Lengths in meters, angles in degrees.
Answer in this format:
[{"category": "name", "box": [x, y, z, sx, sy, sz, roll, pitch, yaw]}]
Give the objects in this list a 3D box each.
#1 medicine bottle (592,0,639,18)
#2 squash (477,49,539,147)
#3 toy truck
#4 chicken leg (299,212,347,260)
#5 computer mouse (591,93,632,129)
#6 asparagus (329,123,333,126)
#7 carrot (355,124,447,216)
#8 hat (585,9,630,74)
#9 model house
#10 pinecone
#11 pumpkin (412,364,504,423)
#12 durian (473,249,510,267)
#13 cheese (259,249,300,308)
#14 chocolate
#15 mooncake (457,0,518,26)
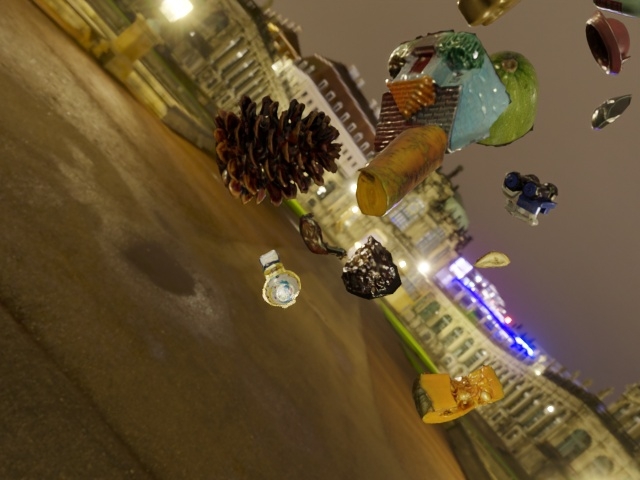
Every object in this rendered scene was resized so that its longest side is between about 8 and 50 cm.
[{"category": "medicine bottle", "box": [0.787, -0.594, 1.377, 0.217, 0.090, 0.090, 44, -2, 42]}, {"category": "squash", "box": [0.622, -0.542, 1.969, 0.310, 0.310, 0.309, 50, -14, 31]}, {"category": "toy truck", "box": [0.825, -0.170, 2.247, 0.161, 0.177, 0.213, 0, 27, -36]}, {"category": "chicken leg", "box": [0.000, 0.000, 1.986, 0.051, 0.106, 0.253, 1, 35, -49]}, {"category": "computer mouse", "box": [0.963, -0.437, 1.873, 0.062, 0.192, 0.106, 48, -24, 0]}, {"category": "asparagus", "box": [-0.072, -0.388, 2.092, 0.067, 0.278, 0.060, -13, 93, -44]}, {"category": "carrot", "box": [0.172, -0.157, 1.181, 0.114, 0.302, 0.114, 22, -49, 27]}, {"category": "hat", "box": [0.890, -0.612, 1.718, 0.205, 0.089, 0.205, 58, 17, -29]}, {"category": "model house", "box": [0.304, -0.391, 1.688, 0.360, 0.339, 0.297, 13, -27, 51]}, {"category": "pinecone", "box": [-0.086, -0.197, 1.196, 0.292, 0.246, 0.246, 0, -26, 26]}, {"category": "pumpkin", "box": [0.443, 0.510, 1.894, 0.190, 0.280, 0.139, 24, 41, -36]}, {"category": "durian", "box": [0.617, 0.075, 2.025, 0.052, 0.130, 0.066, 56, 32, -61]}, {"category": "cheese", "box": [-0.159, 0.152, 2.109, 0.064, 0.157, 0.250, 39, -26, 60]}, {"category": "chocolate", "box": [0.171, 0.074, 2.041, 0.224, 0.206, 0.177, -107, -175, -55]}, {"category": "mooncake", "box": [0.516, -0.711, 1.588, 0.117, 0.235, 0.235, 56, 2, 1]}]
